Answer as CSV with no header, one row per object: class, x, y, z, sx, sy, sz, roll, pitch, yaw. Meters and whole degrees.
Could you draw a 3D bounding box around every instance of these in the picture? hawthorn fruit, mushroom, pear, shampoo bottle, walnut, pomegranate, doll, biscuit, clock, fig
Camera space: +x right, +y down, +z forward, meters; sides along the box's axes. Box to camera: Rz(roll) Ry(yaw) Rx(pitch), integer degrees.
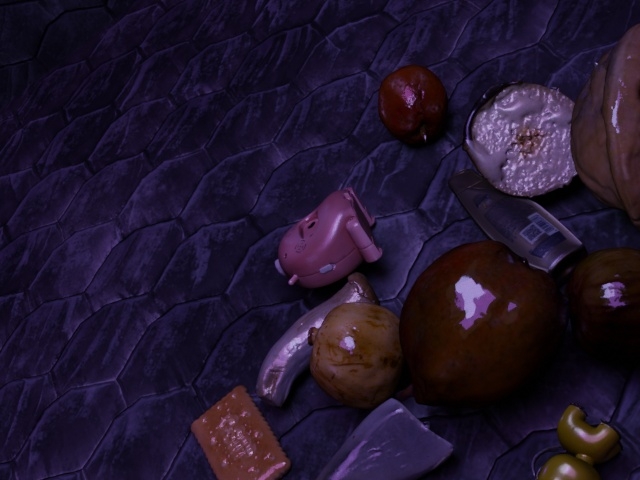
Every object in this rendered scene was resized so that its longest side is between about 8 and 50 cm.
hawthorn fruit,0.226,-0.314,1.913,0.179,0.179,0.201,-21,51,15
mushroom,0.082,0.441,1.506,0.328,0.122,0.159,-41,39,-1
pear,0.435,-0.206,1.729,0.266,0.178,0.267,0,85,5
shampoo bottle,0.403,-0.042,1.683,0.125,0.084,0.350,-39,48,-4
hawthorn fruit,0.290,0.155,1.470,0.324,0.308,0.308,-36,44,-27
mushroom,-0.011,0.214,1.733,0.351,0.095,0.122,-46,54,-6
walnut,0.649,-0.216,1.478,0.383,0.383,0.384,-15,53,20
pomegranate,0.071,0.230,1.602,0.215,0.215,0.215,-15,53,20
doll,0.416,0.396,1.344,0.135,0.143,0.221,27,67,37
biscuit,-0.177,0.441,1.710,0.160,0.030,0.250,-39,48,0
clock,0.000,0.000,1.808,0.241,0.142,0.227,-30,23,13
fig,0.607,0.100,1.414,0.320,0.217,0.217,-11,52,0
